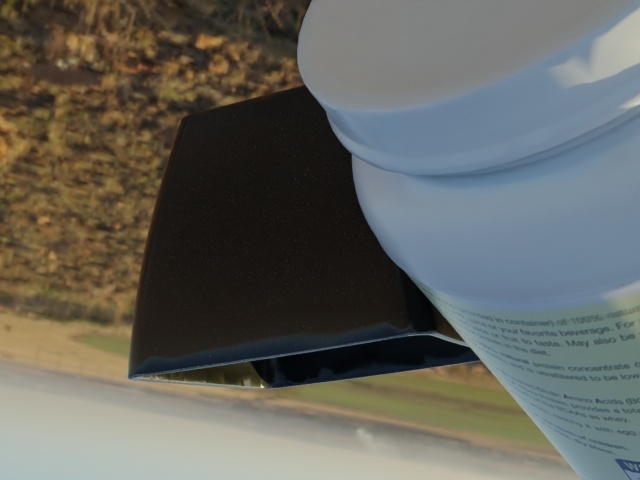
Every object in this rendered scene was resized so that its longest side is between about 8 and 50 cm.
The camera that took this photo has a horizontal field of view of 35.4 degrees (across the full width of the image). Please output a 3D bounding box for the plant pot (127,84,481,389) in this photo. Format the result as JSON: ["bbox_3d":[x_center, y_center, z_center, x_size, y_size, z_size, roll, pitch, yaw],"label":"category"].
[{"bbox_3d":[0.000,0.000,0.643,0.188,0.166,0.187,-10,167,22],"label":"plant pot"}]

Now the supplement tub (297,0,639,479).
[{"bbox_3d":[0.162,-0.020,0.468,0.235,0.235,0.325,-1,140,45],"label":"supplement tub"}]
